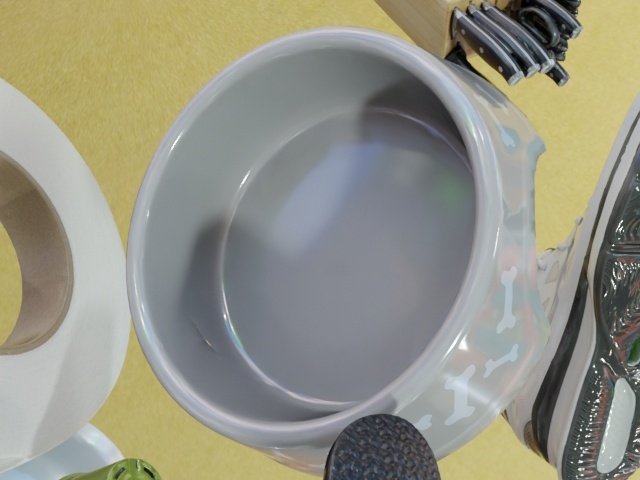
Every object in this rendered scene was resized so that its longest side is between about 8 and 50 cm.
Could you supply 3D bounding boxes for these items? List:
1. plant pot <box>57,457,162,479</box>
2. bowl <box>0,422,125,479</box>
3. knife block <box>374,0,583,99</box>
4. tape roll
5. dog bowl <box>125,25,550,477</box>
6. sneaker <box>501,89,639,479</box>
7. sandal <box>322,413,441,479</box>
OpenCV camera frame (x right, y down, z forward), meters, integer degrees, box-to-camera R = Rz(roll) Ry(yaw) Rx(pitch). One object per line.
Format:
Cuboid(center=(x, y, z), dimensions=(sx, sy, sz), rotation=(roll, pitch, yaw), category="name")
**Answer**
Cuboid(center=(-0.162, 0.206, 0.621), dimensions=(0.083, 0.083, 0.079), rotation=(35, 125, -23), category="plant pot")
Cuboid(center=(-0.412, 0.343, 1.065), dimensions=(0.298, 0.298, 0.134), rotation=(20, 106, -20), category="bowl")
Cuboid(center=(0.130, -0.243, 0.830), dimensions=(0.276, 0.242, 0.088), rotation=(12, 144, 11), category="knife block")
Cuboid(center=(-0.328, 0.015, 0.735), dimensions=(0.072, 0.392, 0.392), rotation=(-21, 117, 22), category="tape roll")
Cuboid(center=(0.000, 0.000, 0.603), dimensions=(0.349, 0.349, 0.102), rotation=(-51, 149, 8), category="dog bowl")
Cuboid(center=(0.264, 0.020, 0.869), dimensions=(0.169, 0.257, 0.447), rotation=(2, 109, -29), category="sneaker")
Cuboid(center=(0.025, 0.167, 0.405), dimensions=(0.067, 0.179, 0.040), rotation=(19, 133, -11), category="sandal")
